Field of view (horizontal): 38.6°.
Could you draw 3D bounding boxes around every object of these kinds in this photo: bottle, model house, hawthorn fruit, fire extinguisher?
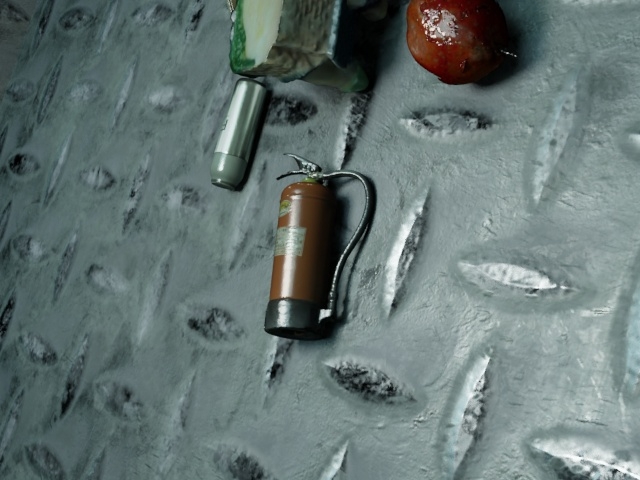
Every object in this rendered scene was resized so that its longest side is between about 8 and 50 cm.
[{"bbox_3d":[-0.188,-0.241,2.081,0.096,0.080,0.253,128,157,-81],"label":"bottle"},{"bbox_3d":[-0.008,-0.451,1.834,0.243,0.284,0.298,-2,79,65],"label":"model house"},{"bbox_3d":[0.251,-0.357,1.582,0.235,0.181,0.181,42,106,47],"label":"hawthorn fruit"},{"bbox_3d":[-0.001,0.003,1.776,0.200,0.113,0.375,3,73,4],"label":"fire extinguisher"}]

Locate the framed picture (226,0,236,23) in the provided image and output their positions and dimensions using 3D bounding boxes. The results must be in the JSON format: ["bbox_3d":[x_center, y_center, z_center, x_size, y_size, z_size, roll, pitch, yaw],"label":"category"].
[{"bbox_3d":[-0.125,-0.588,2.120,0.290,0.020,0.211,-7,99,46],"label":"framed picture"}]
